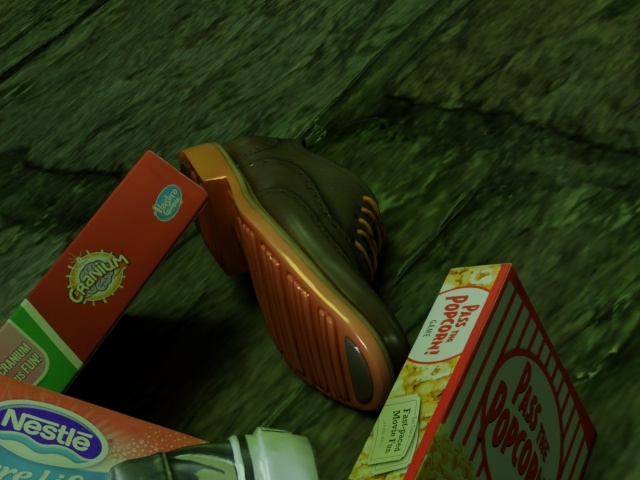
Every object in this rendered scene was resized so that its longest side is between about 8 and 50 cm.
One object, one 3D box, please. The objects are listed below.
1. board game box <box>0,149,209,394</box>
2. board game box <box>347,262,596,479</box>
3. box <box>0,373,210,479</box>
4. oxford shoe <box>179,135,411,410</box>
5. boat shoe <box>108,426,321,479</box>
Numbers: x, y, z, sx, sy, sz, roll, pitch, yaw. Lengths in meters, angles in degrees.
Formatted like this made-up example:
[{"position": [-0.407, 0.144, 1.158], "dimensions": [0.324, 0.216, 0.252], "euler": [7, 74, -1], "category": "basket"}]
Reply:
[{"position": [-0.230, 0.101, 1.053], "dimensions": [0.242, 0.064, 0.316], "euler": [-45, 9, 51], "category": "board game box"}, {"position": [0.088, 0.131, 0.750], "dimensions": [0.045, 0.146, 0.193], "euler": [-7, 38, 36], "category": "board game box"}, {"position": [-0.181, 0.180, 0.760], "dimensions": [0.300, 0.142, 0.154], "euler": [19, 37, -5], "category": "box"}, {"position": [0.000, 0.000, 1.055], "dimensions": [0.133, 0.130, 0.363], "euler": [-19, 36, -15], "category": "oxford shoe"}, {"position": [-0.040, 0.252, 0.608], "dimensions": [0.119, 0.121, 0.335], "euler": [-6, 58, -8], "category": "boat shoe"}]
